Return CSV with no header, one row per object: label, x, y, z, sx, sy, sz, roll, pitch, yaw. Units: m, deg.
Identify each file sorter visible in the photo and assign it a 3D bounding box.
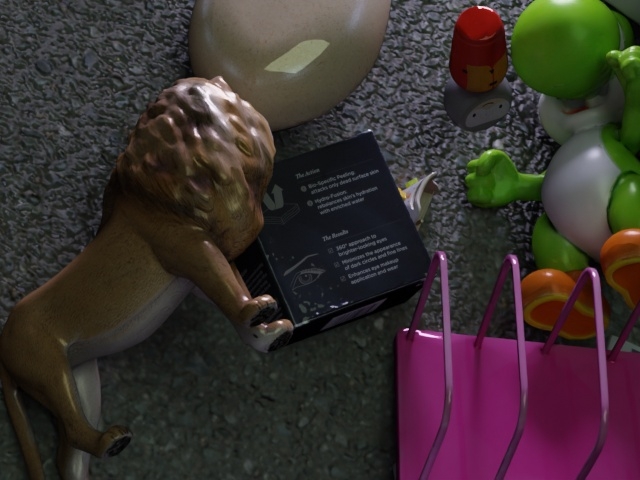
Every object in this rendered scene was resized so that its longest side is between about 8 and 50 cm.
file sorter,0.227,0.135,1.555,0.290,0.182,0.202,6,52,-7

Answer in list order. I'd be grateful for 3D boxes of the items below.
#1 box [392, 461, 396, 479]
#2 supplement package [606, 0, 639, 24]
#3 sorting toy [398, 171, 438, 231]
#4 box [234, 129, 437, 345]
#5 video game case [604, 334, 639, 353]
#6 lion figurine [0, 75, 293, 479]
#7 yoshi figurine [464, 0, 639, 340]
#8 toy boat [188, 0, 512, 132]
box,0.169,0.270,1.606,0.186,0.038,0.145,-2,71,-14
supplement package,0.413,-0.332,1.809,0.262,0.199,0.198,35,39,-4
sorting toy,0.091,-0.035,1.683,0.045,0.075,0.083,28,63,-8
box,0.000,0.000,1.628,0.156,0.093,0.158,-19,78,-23
video game case,0.349,0.206,1.713,0.190,0.022,0.173,24,65,-10
lion figurine,-0.173,0.049,1.489,0.392,0.142,0.240,-41,68,1
yoshi figurine,0.252,-0.102,1.701,0.203,0.203,0.362,4,56,-2
toy boat,0.031,-0.190,1.675,0.318,0.148,0.267,15,61,13
